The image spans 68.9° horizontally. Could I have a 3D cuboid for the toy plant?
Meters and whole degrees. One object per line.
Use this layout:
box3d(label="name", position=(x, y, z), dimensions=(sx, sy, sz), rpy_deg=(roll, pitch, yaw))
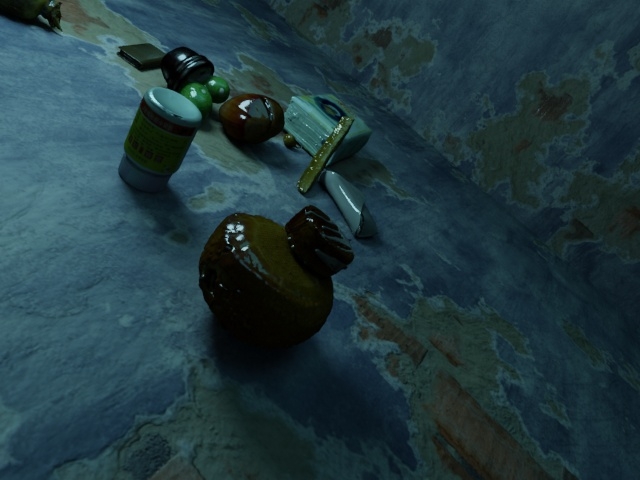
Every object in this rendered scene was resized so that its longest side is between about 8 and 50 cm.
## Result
box3d(label="toy plant", position=(-0.419, -0.520, 1.559), dimensions=(0.235, 0.175, 0.218), rpy_deg=(48, 47, -2))

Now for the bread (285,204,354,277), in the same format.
box3d(label="bread", position=(0.000, 0.000, 0.969), dimensions=(0.160, 0.073, 0.160), rpy_deg=(42, 16, -15))

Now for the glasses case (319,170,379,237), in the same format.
box3d(label="glasses case", position=(0.110, -0.138, 1.667), dimensions=(0.128, 0.083, 0.308), rpy_deg=(7, 41, -41))

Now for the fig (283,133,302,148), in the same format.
box3d(label="fig", position=(-0.108, -0.380, 1.818), dimensions=(0.083, 0.050, 0.050), rpy_deg=(31, 28, -32))

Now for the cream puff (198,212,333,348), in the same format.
box3d(label="cream puff", position=(-0.118, 0.096, 0.958), dimensions=(0.303, 0.212, 0.303), rpy_deg=(36, 22, -17))

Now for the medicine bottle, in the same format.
box3d(label="medicine bottle", position=(-0.388, -0.238, 1.121), dimensions=(0.139, 0.225, 0.139), rpy_deg=(27, 31, -18))

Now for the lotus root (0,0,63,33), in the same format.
box3d(label="lotus root", position=(-0.889, -0.738, 1.387), dimensions=(0.278, 0.154, 0.154), rpy_deg=(27, 30, -27))

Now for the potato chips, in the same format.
box3d(label="potato chips", position=(0.011, -0.308, 1.708), dimensions=(0.057, 0.080, 0.407), rpy_deg=(30, 60, 1))

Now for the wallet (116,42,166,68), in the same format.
box3d(label="wallet", position=(-0.627, -0.659, 1.666), dimensions=(0.110, 0.031, 0.198), rpy_deg=(35, 29, -3))

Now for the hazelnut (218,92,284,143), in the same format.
box3d(label="hazelnut", position=(-0.240, -0.428, 1.609), dimensions=(0.212, 0.181, 0.181), rpy_deg=(-13, 75, -42))

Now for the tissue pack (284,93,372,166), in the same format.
box3d(label="tissue pack", position=(0.031, -0.484, 2.000), dimensions=(0.287, 0.162, 0.388), rpy_deg=(44, 30, 6))
